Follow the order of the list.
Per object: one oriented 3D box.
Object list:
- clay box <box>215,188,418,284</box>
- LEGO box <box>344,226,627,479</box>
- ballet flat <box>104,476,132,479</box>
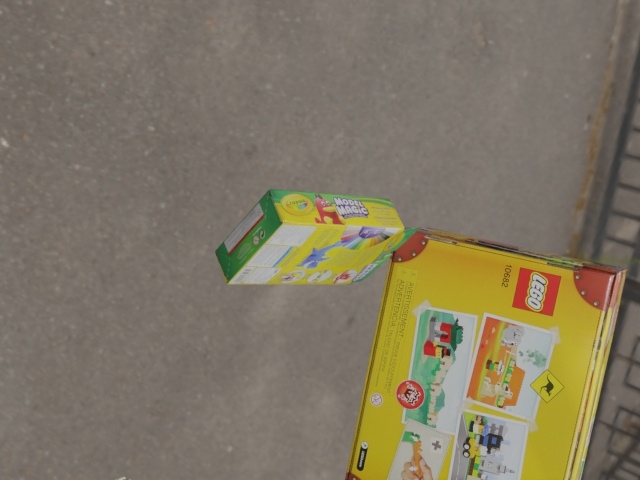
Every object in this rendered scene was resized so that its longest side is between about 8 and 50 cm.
[{"bbox_3d":[0.000,0.000,1.138,0.222,0.053,0.127,2,144,-42],"label":"clay box"},{"bbox_3d":[0.280,0.252,1.619,0.193,0.373,0.500,1,102,-68],"label":"LEGO box"},{"bbox_3d":[-0.215,0.291,1.000,0.073,0.206,0.067,40,91,-11],"label":"ballet flat"}]
